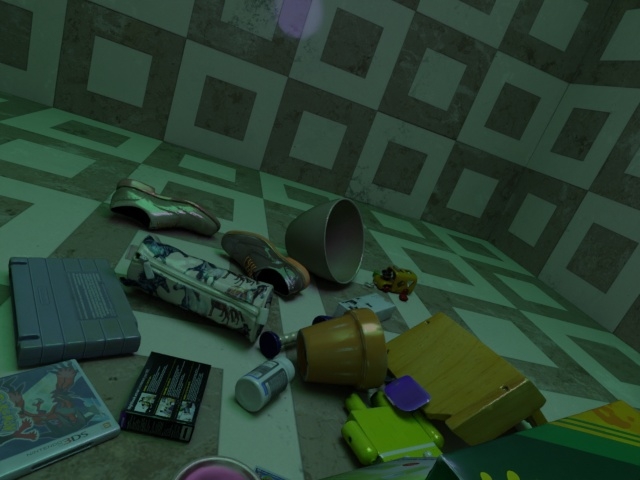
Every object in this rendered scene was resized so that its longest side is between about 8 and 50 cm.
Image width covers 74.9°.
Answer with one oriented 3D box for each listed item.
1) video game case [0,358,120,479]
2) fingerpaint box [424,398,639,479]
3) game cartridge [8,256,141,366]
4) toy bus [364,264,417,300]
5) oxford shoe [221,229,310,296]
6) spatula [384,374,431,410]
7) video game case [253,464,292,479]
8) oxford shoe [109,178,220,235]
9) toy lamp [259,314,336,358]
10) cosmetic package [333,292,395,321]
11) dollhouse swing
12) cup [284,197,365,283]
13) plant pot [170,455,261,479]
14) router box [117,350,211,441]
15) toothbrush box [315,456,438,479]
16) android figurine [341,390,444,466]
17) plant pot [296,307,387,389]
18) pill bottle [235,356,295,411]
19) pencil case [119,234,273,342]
[{"bbox_3d":[-0.478,0.294,0.714,0.201,0.023,0.183,32,22,32],"label":"video game case"},{"bbox_3d":[0.204,0.411,0.449,0.371,0.444,0.163,6,23,-35],"label":"fingerpaint box"},{"bbox_3d":[-0.575,0.147,0.970,0.230,0.068,0.355,9,21,-42],"label":"game cartridge"},{"bbox_3d":[0.314,0.160,1.793,0.191,0.104,0.202,26,19,15],"label":"toy bus"},{"bbox_3d":[-0.215,0.074,1.449,0.364,0.129,0.133,27,26,17],"label":"oxford shoe"},{"bbox_3d":[0.167,0.357,1.102,0.084,0.030,0.296,-22,15,-20],"label":"spatula"},{"bbox_3d":[-0.089,0.449,0.710,0.087,0.011,0.122,21,19,3],"label":"video game case"},{"bbox_3d":[-0.576,-0.084,1.561,0.397,0.140,0.146,20,49,-17],"label":"oxford shoe"},{"bbox_3d":[-0.045,0.262,1.175,0.080,0.080,0.275,33,22,33],"label":"toy lamp"},{"bbox_3d":[0.160,0.244,1.465,0.099,0.060,0.239,34,23,32],"label":"cosmetic package"},{"bbox_3d":[0.400,0.427,1.160,0.315,0.304,0.347,-27,26,-11],"label":"dollhouse swing"},{"bbox_3d":[0.000,0.000,1.661,0.237,0.331,0.331,1,7,31],"label":"cup"},{"bbox_3d":[-0.153,0.393,0.536,0.201,0.180,0.201,18,19,-6],"label":"plant pot"},{"bbox_3d":[-0.301,0.304,0.834,0.133,0.046,0.179,17,19,-10],"label":"router box"},{"bbox_3d":[0.115,0.426,0.653,0.283,0.206,0.122,9,62,-33],"label":"toothbrush box"},{"bbox_3d":[0.168,0.446,0.928,0.248,0.056,0.273,9,20,-32],"label":"android figurine"},{"bbox_3d":[0.043,0.282,1.064,0.188,0.205,0.205,-3,25,-16],"label":"plant pot"},{"bbox_3d":[-0.120,0.317,0.941,0.078,0.078,0.137,29,20,23],"label":"pill bottle"},{"bbox_3d":[-0.317,0.127,1.126,0.410,0.159,0.183,23,0,5],"label":"pencil case"}]
